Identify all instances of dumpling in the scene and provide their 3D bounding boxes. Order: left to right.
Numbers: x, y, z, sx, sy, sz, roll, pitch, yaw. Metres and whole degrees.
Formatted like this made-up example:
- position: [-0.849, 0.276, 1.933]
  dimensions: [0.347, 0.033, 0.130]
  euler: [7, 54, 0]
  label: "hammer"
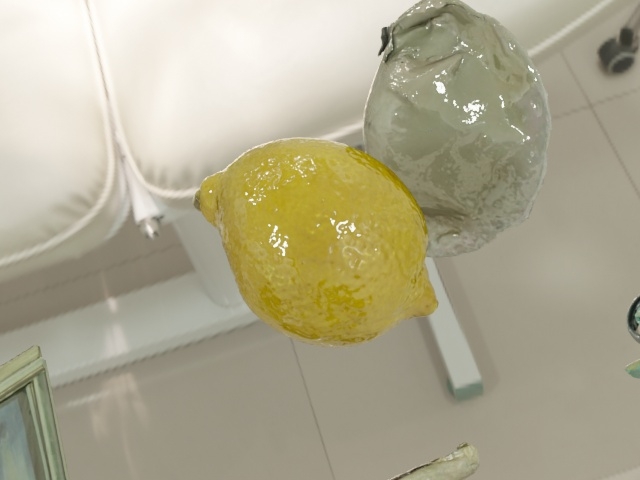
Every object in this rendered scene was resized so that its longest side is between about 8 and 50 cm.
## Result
- position: [0.153, -0.124, 1.192]
  dimensions: [0.205, 0.292, 0.163]
  euler: [3, 18, 13]
  label: "dumpling"

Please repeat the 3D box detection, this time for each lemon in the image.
- position: [0.000, 0.000, 0.980]
  dimensions: [0.244, 0.187, 0.186]
  euler: [30, 68, 5]
  label: "lemon"

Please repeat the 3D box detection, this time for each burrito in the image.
- position: [0.095, 0.255, 1.106]
  dimensions: [0.171, 0.051, 0.042]
  euler: [-17, 53, -28]
  label: "burrito"

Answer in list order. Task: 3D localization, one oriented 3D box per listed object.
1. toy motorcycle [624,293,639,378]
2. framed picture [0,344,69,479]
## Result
- position: [0.545, 0.123, 1.469]
  dimensions: [0.296, 0.109, 0.198]
  euler: [-20, 56, 50]
  label: "toy motorcycle"
- position: [-0.190, 0.234, 0.606]
  dimensions: [0.019, 0.296, 0.232]
  euler: [-2, 15, 20]
  label: "framed picture"
